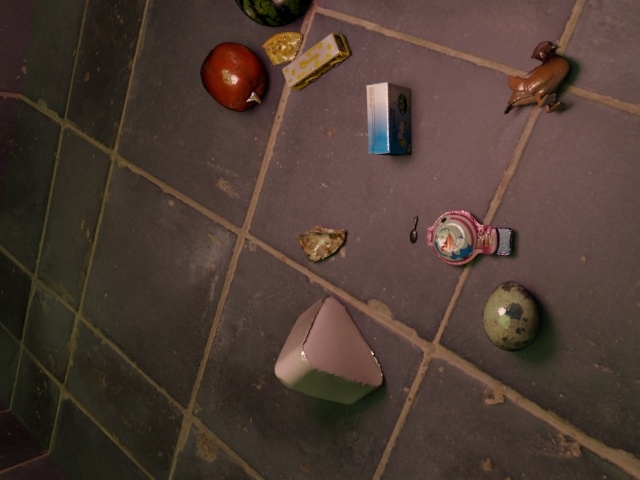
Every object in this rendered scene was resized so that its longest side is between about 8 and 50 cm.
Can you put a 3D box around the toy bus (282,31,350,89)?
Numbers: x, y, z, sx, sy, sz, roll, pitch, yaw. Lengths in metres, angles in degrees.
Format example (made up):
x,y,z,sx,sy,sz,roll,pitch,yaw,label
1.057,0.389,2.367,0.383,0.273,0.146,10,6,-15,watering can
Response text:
x,y,z,sx,sy,sz,roll,pitch,yaw,label
-0.015,-0.559,1.921,0.226,0.074,0.081,-24,80,36,toy bus

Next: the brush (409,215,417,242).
x,y,z,sx,sy,sz,roll,pitch,yaw,label
0.275,-0.032,1.799,0.024,0.008,0.083,17,104,37,brush

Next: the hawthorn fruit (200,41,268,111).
x,y,z,sx,sy,sz,roll,pitch,yaw,label
-0.277,-0.533,2.036,0.249,0.215,0.215,52,120,23,hawthorn fruit

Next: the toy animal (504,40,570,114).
x,y,z,sx,sy,sz,roll,pitch,yaw,label
0.532,-0.399,1.540,0.188,0.089,0.179,-28,61,35,toy animal

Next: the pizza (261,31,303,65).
x,y,z,sx,sy,sz,roll,pitch,yaw,label
-0.126,-0.632,2.017,0.160,0.036,0.098,-2,93,36,pizza

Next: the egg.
x,y,z,sx,sy,sz,roll,pitch,yaw,label
0.490,0.195,1.583,0.141,0.141,0.181,-1,86,36,egg

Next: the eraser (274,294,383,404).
x,y,z,sx,sy,sz,roll,pitch,yaw,label
0.017,0.325,1.898,0.150,0.331,0.331,-41,71,33,eraser

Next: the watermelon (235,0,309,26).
x,y,z,sx,sy,sz,roll,pitch,yaw,label
-0.151,-0.795,1.895,0.269,0.269,0.268,4,96,36,watermelon

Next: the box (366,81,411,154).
x,y,z,sx,sy,sz,roll,pitch,yaw,label
0.196,-0.340,1.746,0.073,0.139,0.194,1,95,35,box

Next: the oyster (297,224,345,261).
x,y,z,sx,sy,sz,roll,pitch,yaw,label
0.007,-0.001,1.969,0.177,0.056,0.105,-32,87,34,oyster

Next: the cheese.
x,y,z,sx,sy,sz,roll,pitch,yaw,label
0.401,-0.005,1.677,0.244,0.062,0.155,6,96,35,cheese
